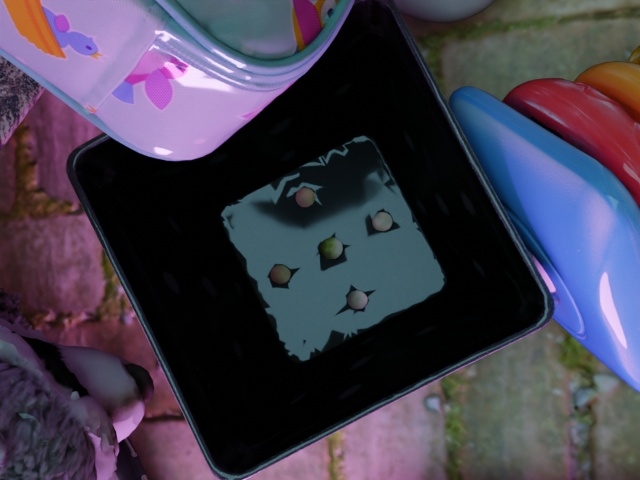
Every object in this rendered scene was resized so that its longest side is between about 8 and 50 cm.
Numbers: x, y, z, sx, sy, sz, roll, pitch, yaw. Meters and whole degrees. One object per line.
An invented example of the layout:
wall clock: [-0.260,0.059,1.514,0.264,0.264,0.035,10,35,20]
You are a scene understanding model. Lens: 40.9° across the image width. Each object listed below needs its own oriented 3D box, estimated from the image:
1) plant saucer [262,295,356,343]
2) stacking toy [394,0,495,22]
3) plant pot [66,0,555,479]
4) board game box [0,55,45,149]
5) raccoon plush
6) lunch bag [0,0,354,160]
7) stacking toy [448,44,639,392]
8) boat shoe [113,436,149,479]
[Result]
plant saucer: [-0.013,0.080,0.599,0.083,0.013,0.084,1,93,14]
stacking toy: [0.002,-0.349,0.456,0.350,0.350,0.480,-19,103,15]
plant pot: [0.000,0.000,0.503,0.188,0.167,0.188,-28,85,5]
board game box: [-0.227,-0.125,0.459,0.232,0.291,0.141,-16,130,45]
raccoon plush: [-0.303,0.180,0.486,0.446,0.299,0.216,-39,110,-8]
lunch bag: [-0.095,-0.192,0.349,0.279,0.224,0.107,39,147,-19]
stacking toy: [0.234,-0.072,0.465,0.301,0.166,0.175,-35,125,-1]
boat shoe: [-0.133,0.192,0.624,0.125,0.038,0.046,55,136,8]
